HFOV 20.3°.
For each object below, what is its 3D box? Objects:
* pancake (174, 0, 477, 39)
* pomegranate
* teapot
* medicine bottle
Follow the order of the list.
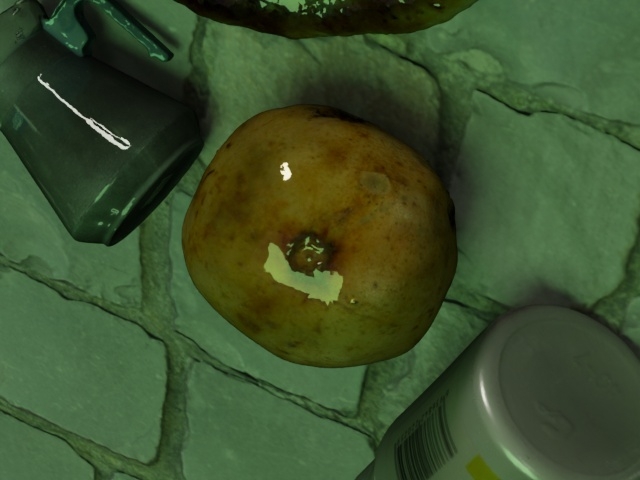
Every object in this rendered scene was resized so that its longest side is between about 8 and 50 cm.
[{"bbox_3d":[-0.051,-0.297,1.524,0.427,0.067,0.305,33,137,5],"label":"pancake"},{"bbox_3d":[0.000,0.000,1.642,0.260,0.260,0.260,18,136,18],"label":"pomegranate"},{"bbox_3d":[-0.233,-0.130,1.743,0.225,0.171,0.203,42,107,2],"label":"teapot"},{"bbox_3d":[0.167,0.230,1.768,0.208,0.208,0.339,36,139,-1],"label":"medicine bottle"}]
